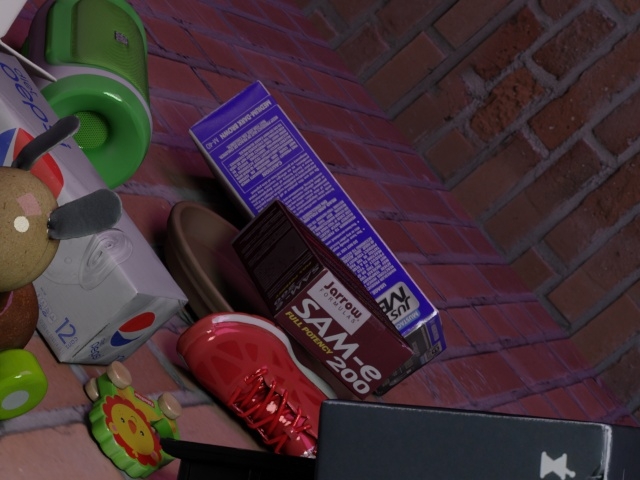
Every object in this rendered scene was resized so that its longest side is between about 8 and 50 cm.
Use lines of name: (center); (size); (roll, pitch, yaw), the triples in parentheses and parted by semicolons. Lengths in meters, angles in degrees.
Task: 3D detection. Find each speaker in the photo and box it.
speaker: (-0.232, -0.157, 1.798); (0.131, 0.131, 0.296); (43, 15, -24)

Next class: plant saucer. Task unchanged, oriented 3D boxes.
plant saucer: (-0.065, 0.075, 1.847); (0.278, 0.041, 0.278); (45, 11, -12)

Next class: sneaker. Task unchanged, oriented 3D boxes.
sneaker: (-0.034, 0.155, 1.644); (0.221, 0.087, 0.128); (34, 18, -43)

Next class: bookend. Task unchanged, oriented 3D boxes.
bookend: (-0.053, 0.235, 1.344); (0.157, 0.156, 0.072); (4, -14, 33)

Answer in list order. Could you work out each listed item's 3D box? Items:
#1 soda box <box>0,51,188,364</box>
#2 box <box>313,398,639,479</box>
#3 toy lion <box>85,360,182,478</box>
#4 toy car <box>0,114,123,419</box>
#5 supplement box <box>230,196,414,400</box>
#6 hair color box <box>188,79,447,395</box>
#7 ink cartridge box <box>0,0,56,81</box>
soda box: (-0.237, -0.032, 1.508); (0.286, 0.091, 0.098); (53, 15, 19)
box: (0.156, 0.278, 1.348); (0.395, 0.212, 0.293); (18, 76, -65)
toy lion: (-0.145, 0.149, 1.432); (0.100, 0.034, 0.096); (37, 25, -42)
toy car: (-0.218, 0.002, 1.263); (0.149, 0.188, 0.155); (28, 25, -55)
supplement box: (-0.003, 0.053, 1.786); (0.130, 0.073, 0.239); (44, 3, -21)
hair color box: (0.000, 0.000, 2.037); (0.339, 0.110, 0.185); (54, -3, 16)
ink cartridge box: (-0.370, -0.290, 1.587); (0.353, 0.119, 0.207); (38, -10, -39)
